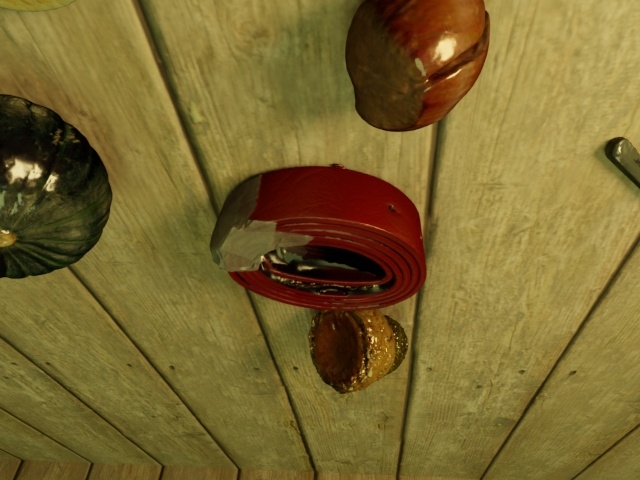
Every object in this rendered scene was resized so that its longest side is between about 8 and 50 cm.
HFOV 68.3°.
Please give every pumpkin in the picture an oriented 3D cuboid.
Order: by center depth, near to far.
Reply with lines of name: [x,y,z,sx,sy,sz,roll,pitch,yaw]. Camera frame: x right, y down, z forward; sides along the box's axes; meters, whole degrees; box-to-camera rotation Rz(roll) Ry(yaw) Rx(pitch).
pumpkin: [-0.403,-0.067,0.607,0.250,0.216,0.250,-10,119,-18]

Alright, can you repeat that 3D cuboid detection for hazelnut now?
hazelnut: [0.097,-0.186,0.476,0.143,0.143,0.154,5,148,-1]

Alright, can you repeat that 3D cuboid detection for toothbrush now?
toothbrush: [0.486,-0.056,0.666,0.297,0.030,0.030,31,108,-26]

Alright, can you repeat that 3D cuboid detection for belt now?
belt: [0.000,0.000,0.715,0.324,0.115,0.227,10,138,-9]

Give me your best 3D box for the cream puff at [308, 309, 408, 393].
cream puff: [0.090,0.203,0.935,0.169,0.183,0.183,4,149,-42]

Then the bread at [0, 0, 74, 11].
bread: [-0.319,-0.280,0.452,0.193,0.036,0.112,12,147,-28]
